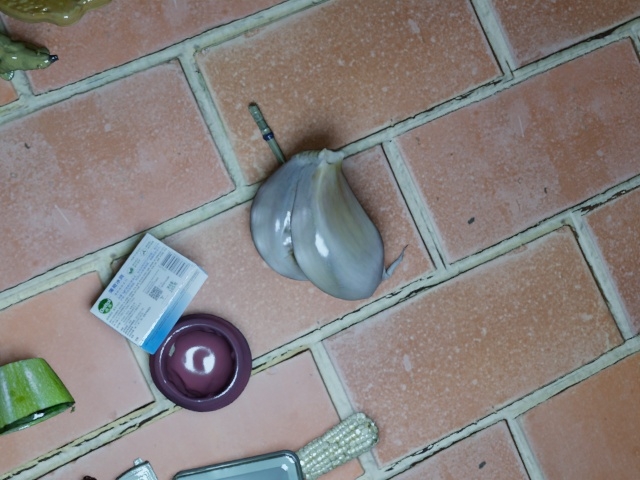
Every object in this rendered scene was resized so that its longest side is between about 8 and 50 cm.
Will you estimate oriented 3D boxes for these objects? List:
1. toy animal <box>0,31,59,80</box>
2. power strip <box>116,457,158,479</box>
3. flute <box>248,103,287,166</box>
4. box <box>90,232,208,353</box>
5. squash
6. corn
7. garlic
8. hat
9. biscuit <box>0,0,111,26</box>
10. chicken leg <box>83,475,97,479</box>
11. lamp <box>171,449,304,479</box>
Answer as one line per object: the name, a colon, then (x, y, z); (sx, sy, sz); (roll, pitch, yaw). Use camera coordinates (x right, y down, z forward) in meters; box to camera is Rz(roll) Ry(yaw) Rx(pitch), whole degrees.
toy animal: (-0.623, -0.379, 1.801); (0.218, 0.101, 0.103); (28, 79, -9)
power strip: (-0.341, 0.524, 1.827); (0.075, 0.042, 0.175); (-28, 92, -14)
flute: (-0.089, -0.184, 1.940); (0.027, 0.027, 0.233); (-30, 93, -12)
box: (-0.338, 0.105, 1.814); (0.139, 0.073, 0.194); (30, 80, 24)
squash: (-0.560, 0.300, 1.744); (0.170, 0.170, 0.123); (-20, 76, -13)
corn: (0.025, 0.435, 1.892); (0.211, 0.087, 0.087); (-32, 93, -10)
garlic: (0.000, 0.000, 1.892); (0.340, 0.231, 0.246); (50, 44, -32)
hat: (-0.238, 0.246, 1.843); (0.205, 0.089, 0.206); (0, 78, -1)
biscuit: (-0.546, -0.595, 1.855); (0.351, 0.057, 0.312); (-33, 94, -11)
chicken leg: (-0.431, 0.572, 1.802); (0.089, 0.048, 0.219); (-30, 93, -16)
lamp: (-0.149, 0.572, 1.830); (0.269, 0.047, 0.267); (-12, 89, 4)
